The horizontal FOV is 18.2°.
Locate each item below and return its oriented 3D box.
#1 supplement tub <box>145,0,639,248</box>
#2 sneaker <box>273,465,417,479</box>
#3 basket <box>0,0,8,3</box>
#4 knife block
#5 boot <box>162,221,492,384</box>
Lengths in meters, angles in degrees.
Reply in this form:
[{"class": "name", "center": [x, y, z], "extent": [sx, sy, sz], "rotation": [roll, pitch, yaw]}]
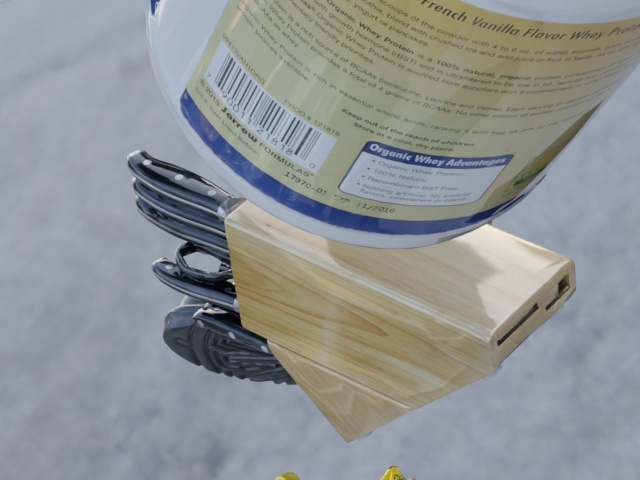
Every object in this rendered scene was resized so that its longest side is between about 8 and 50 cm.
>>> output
[{"class": "supplement tub", "center": [0.062, -0.158, 0.886], "extent": [0.228, 0.228, 0.316], "rotation": [-62, 4, -32]}, {"class": "sneaker", "center": [0.053, 0.150, 0.990], "extent": [0.064, 0.175, 0.067], "rotation": [2, -84, -82]}, {"class": "basket", "center": [-0.249, -0.214, 1.268], "extent": [0.167, 0.103, 0.113], "rotation": [-21, 59, -13]}, {"class": "knife block", "center": [0.000, 0.000, 1.269], "extent": [0.088, 0.242, 0.276], "rotation": [-41, 4, -33]}, {"class": "boot", "center": [0.016, 0.010, 2.072], "extent": [0.131, 0.348, 0.260], "rotation": [86, -175, -59]}]
